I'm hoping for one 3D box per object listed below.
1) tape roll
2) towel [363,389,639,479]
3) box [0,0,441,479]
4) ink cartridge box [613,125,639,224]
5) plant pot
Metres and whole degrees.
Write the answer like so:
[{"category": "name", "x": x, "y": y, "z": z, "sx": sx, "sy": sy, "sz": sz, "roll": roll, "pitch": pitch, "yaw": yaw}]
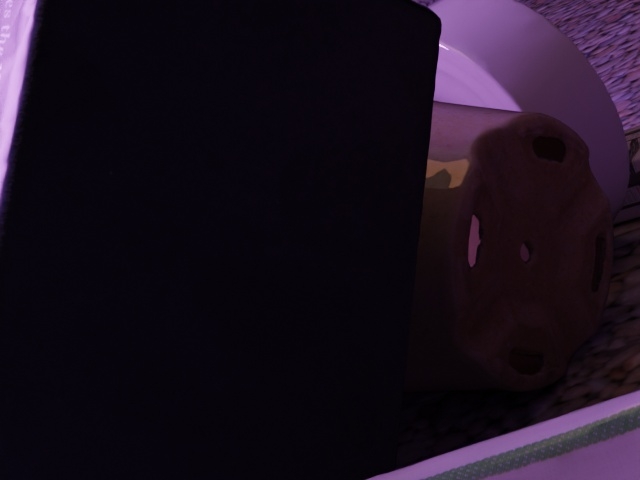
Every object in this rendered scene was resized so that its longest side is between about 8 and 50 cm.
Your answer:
[{"category": "tape roll", "x": 0.157, "y": -0.097, "z": 1.341, "sx": 0.100, "sy": 0.286, "sz": 0.286, "roll": -36, "pitch": 16, "yaw": -26}, {"category": "towel", "x": 0.092, "y": 0.218, "z": 0.506, "sx": 0.247, "sy": 0.038, "sz": 0.325, "roll": -23, "pitch": 50, "yaw": 21}, {"category": "box", "x": -0.198, "y": 0.070, "z": 0.938, "sx": 0.297, "sy": 0.480, "sz": 0.471, "roll": 17, "pitch": -17, "yaw": -35}, {"category": "ink cartridge box", "x": 0.326, "y": -0.072, "z": 1.388, "sx": 0.150, "sy": 0.063, "sz": 0.109, "roll": -19, "pitch": 17, "yaw": 35}, {"category": "plant pot", "x": 0.065, "y": 0.003, "z": 1.183, "sx": 0.305, "sy": 0.334, "sz": 0.334, "roll": 2, "pitch": 32, "yaw": 45}]
